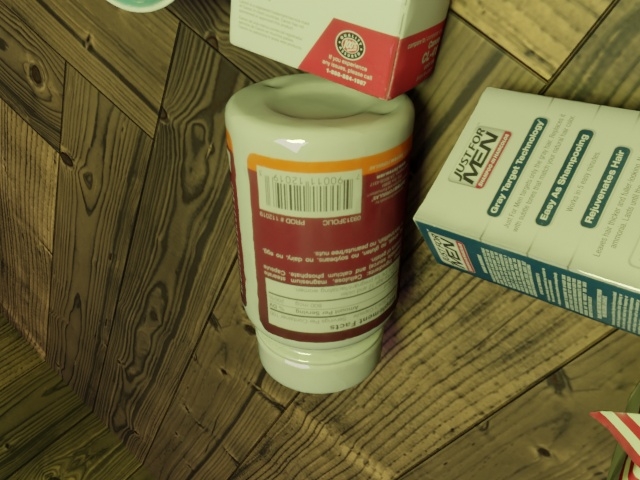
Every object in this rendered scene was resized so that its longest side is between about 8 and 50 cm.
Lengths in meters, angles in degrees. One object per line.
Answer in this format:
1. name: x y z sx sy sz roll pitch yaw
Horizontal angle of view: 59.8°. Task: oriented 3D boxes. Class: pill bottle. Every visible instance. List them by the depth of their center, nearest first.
1. pill bottle: 0.000 0.000 0.744 0.224 0.224 0.392 20 128 28

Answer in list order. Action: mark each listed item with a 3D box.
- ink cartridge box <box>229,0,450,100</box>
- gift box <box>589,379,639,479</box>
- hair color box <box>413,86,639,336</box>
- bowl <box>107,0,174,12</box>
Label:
1. ink cartridge box: 0.032 -0.333 0.573 0.226 0.131 0.306 29 130 23
2. gift box: 0.402 0.220 0.534 0.276 0.258 0.255 20 127 27
3. hair color box: 0.283 -0.017 0.507 0.347 0.174 0.105 22 164 34
4. bowl: -0.183 -0.445 0.649 0.311 0.163 0.311 22 129 30
